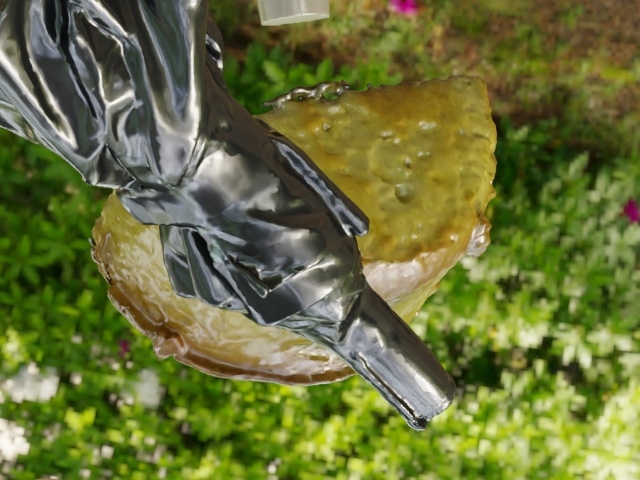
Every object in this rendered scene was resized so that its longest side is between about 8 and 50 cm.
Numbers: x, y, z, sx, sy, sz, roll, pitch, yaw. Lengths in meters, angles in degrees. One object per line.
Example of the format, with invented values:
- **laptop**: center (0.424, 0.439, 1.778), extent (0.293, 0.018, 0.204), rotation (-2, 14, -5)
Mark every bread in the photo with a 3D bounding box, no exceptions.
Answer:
- **bread**: center (0.003, 0.001, 0.856), extent (0.260, 0.147, 0.160), rotation (-9, 152, -33)

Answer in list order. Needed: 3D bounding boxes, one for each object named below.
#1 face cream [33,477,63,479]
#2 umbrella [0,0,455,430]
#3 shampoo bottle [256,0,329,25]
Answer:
- **face cream**: center (-0.249, 0.315, 0.970), extent (0.173, 0.348, 0.081), rotation (19, 132, 26)
- **umbrella**: center (-0.038, -0.021, 0.612), extent (0.118, 0.118, 0.340), rotation (-8, 137, 41)
- **shampoo bottle**: center (-0.038, -0.343, 1.359), extent (0.078, 0.257, 0.127), rotation (-6, -175, 25)
